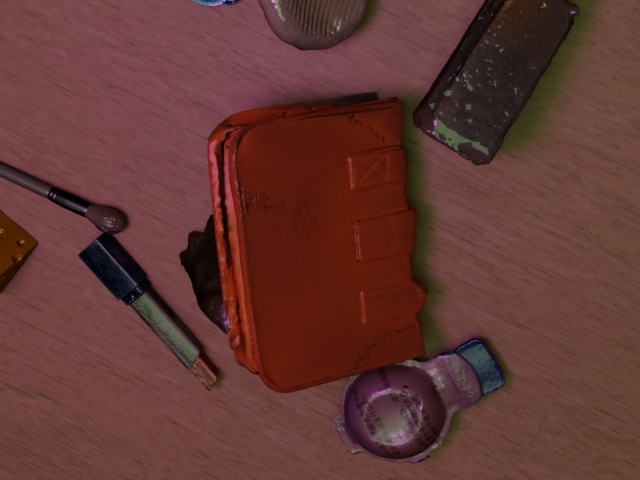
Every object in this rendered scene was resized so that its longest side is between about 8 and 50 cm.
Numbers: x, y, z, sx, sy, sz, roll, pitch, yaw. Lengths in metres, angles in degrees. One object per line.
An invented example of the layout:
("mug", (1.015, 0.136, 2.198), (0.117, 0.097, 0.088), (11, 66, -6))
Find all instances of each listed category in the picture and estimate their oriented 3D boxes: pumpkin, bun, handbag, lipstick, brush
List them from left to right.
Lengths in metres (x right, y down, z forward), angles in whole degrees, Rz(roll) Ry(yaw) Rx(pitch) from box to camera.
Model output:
("brush", (-0.454, -0.080, 1.856), (0.299, 0.039, 0.042), (23, 109, 5))
("lipstick", (-0.272, 0.120, 1.871), (0.051, 0.051, 0.312), (-39, 97, 18))
("pumpkin", (-0.114, 0.058, 1.770), (0.254, 0.149, 0.130), (25, 121, 4))
("bun", (-0.019, -0.369, 1.658), (0.183, 0.102, 0.183), (-4, 99, -24))
("handbag", (0.000, 0.000, 1.690), (0.304, 0.116, 0.410), (-12, 105, -23))

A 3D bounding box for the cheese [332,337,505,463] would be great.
("cheese", (0.153, 0.255, 1.812), (0.286, 0.074, 0.189), (-31, 98, 13))

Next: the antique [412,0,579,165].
("antique", (0.255, -0.256, 1.631), (0.125, 0.150, 0.284), (31, 100, -3))

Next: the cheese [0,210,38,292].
("cheese", (-0.559, 0.043, 1.839), (0.093, 0.171, 0.126), (40, 109, -2))

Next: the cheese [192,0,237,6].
("cheese", (-0.220, -0.446, 1.711), (0.256, 0.037, 0.106), (37, 107, 1))
